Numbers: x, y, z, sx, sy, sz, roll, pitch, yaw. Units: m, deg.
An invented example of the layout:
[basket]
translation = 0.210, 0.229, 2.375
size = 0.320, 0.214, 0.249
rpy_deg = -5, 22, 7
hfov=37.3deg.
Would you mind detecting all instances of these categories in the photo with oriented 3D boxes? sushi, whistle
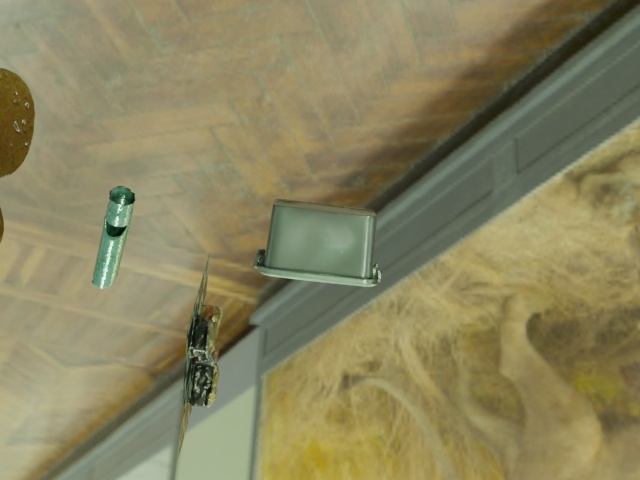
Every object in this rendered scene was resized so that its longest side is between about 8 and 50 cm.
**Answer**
[sushi]
translation = -0.126, 0.133, 1.054
size = 0.031, 0.139, 0.201
rpy_deg = 8, 126, -1
[whistle]
translation = -0.298, -0.001, 1.358
size = 0.039, 0.039, 0.186
rpy_deg = 11, 136, -14

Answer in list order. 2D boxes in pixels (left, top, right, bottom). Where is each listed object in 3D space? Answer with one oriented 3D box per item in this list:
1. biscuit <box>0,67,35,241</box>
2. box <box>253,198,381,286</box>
[biscuit]
translation = -0.516, -0.076, 1.240
size = 0.064, 0.432, 0.283
rpy_deg = 6, 135, 20
[box]
translation = 0.000, 0.000, 1.810
size = 0.243, 0.135, 0.163
rpy_deg = 6, -171, 0
